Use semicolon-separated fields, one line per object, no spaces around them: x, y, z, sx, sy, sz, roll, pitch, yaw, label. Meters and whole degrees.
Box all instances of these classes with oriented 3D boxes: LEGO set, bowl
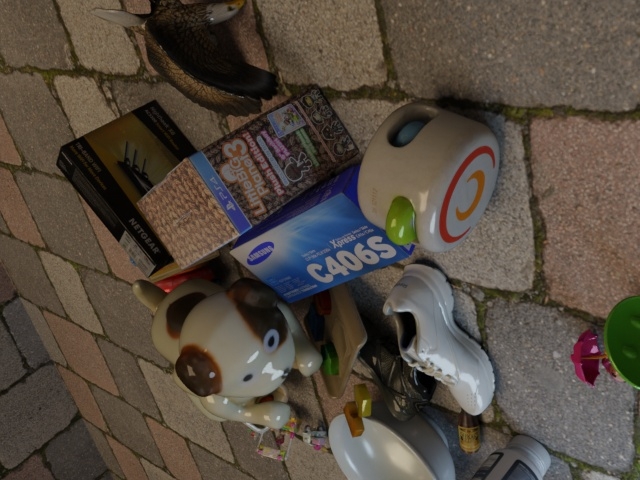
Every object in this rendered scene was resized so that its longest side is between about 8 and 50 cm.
-0.127;0.494;1.944;0.132;0.107;0.287;27;162;-39;LEGO set
0.170;0.437;1.573;0.298;0.134;0.297;30;140;30;bowl

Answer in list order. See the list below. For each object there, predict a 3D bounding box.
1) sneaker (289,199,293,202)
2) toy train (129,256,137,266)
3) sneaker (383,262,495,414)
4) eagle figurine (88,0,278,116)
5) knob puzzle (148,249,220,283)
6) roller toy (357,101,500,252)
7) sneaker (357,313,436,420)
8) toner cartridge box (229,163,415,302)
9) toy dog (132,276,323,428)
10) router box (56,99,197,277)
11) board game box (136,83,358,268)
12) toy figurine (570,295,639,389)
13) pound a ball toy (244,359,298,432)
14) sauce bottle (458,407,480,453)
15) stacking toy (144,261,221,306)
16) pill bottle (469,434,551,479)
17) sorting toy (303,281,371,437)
-0.088;-0.053;1.510;0.188;0.067;0.078;31;161;25;sneaker
-0.425;0.038;1.952;0.184;0.080;0.105;32;134;27;toy train
0.197;0.189;1.327;0.111;0.129;0.297;-19;107;52;sneaker
-0.212;-0.333;1.291;0.225;0.226;0.298;-18;101;33;eagle figurine
-0.339;-0.024;1.717;0.213;0.213;0.030;48;177;7;knob puzzle
0.150;-0.092;1.083;0.146;0.209;0.191;27;103;31;roller toy
0.144;0.218;1.462;0.130;0.087;0.227;-46;64;33;sneaker
0.000;0.000;1.362;0.165;0.075;0.348;43;142;-18;toner cartridge box
-0.175;0.185;1.493;0.395;0.284;0.408;49;165;-9;toy dog
-0.354;-0.113;1.593;0.309;0.243;0.081;50;145;2;router box
-0.123;-0.106;1.292;0.141;0.291;0.232;56;146;-5;board game box
0.435;0.168;1.082;0.173;0.130;0.159;26;159;-5;toy figurine
-0.156;0.342;1.868;0.136;0.208;0.319;41;164;-24;pound a ball toy
0.281;0.350;1.449;0.042;0.042;0.128;18;134;39;sauce bottle
-0.351;0.001;1.788;0.166;0.175;0.301;-115;13;-82;stacking toy
0.328;0.433;1.346;0.108;0.180;0.107;30;140;29;pill bottle
0.031;0.212;1.488;0.229;0.041;0.307;109;148;-48;sorting toy
